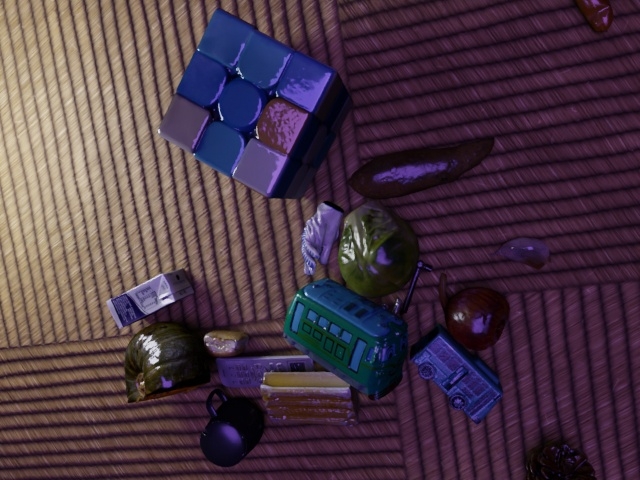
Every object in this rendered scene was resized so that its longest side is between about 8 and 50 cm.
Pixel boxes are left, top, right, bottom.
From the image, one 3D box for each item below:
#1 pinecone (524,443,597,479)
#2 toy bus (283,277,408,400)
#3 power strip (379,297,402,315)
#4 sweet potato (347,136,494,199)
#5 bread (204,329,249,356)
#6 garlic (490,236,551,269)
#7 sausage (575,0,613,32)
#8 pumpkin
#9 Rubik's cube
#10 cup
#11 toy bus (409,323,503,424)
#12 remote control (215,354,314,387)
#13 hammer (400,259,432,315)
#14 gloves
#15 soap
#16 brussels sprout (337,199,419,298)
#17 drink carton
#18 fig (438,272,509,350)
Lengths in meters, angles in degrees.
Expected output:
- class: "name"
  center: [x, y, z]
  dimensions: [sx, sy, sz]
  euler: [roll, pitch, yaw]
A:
- class: "pinecone"
  center: [0.655, 0.653, 1.282]
  dimensions: [0.186, 0.168, 0.212]
  euler: [-12, 106, -2]
- class: "toy bus"
  center: [0.075, 0.247, 1.287]
  dimensions: [0.344, 0.184, 0.199]
  euler: [27, 118, 31]
- class: "power strip"
  center: [0.155, 0.291, 1.406]
  dimensions: [0.093, 0.053, 0.287]
  euler: [31, 101, 7]
- class: "sweet potato"
  center: [0.279, -0.200, 1.301]
  dimensions: [0.423, 0.130, 0.130]
  euler: [-15, 92, 11]
- class: "bread"
  center: [-0.299, 0.327, 1.472]
  dimensions: [0.125, 0.106, 0.082]
  euler: [6, 96, 13]
- class: "garlic"
  center: [0.561, 0.029, 1.293]
  dimensions: [0.152, 0.066, 0.084]
  euler: [17, 100, 7]
- class: "sausage"
  center: [0.700, -0.622, 1.214]
  dimensions: [0.062, 0.054, 0.183]
  euler: [-33, 90, 44]
- class: "pumpkin"
  center: [-0.465, 0.367, 1.455]
  dimensions: [0.325, 0.242, 0.232]
  euler: [-25, 66, 40]
- class: "Rubik's cube"
  center: [-0.151, -0.334, 1.261]
  dimensions: [0.344, 0.347, 0.346]
  euler: [29, 101, 6]
- class: "cup"
  center: [-0.289, 0.574, 1.458]
  dimensions: [0.169, 0.176, 0.223]
  euler: [-34, 89, 15]
- class: "toy bus"
  center: [0.386, 0.373, 1.330]
  dimensions: [0.256, 0.128, 0.147]
  euler: [44, 103, 5]
- class: "remote control"
  center: [-0.171, 0.404, 1.482]
  dimensions: [0.313, 0.055, 0.109]
  euler: [-4, 113, 9]
- class: "hammer"
  center: [0.273, 0.144, 1.385]
  dimensions: [0.065, 0.021, 0.178]
  euler: [19, 99, 8]
- class: "gloves"
  center: [-0.002, -0.004, 1.391]
  dimensions: [0.119, 0.097, 0.229]
  euler: [18, 91, -36]
- class: "soap"
  center: [-0.029, 0.473, 1.408]
  dimensions: [0.274, 0.089, 0.173]
  euler: [-3, 126, 14]
- class: "brussels sprout"
  center: [0.158, 0.018, 1.302]
  dimensions: [0.220, 0.210, 0.271]
  euler: [-24, 76, 20]
- class: "drink carton"
  center: [-0.534, 0.179, 1.490]
  dimensions: [0.222, 0.134, 0.101]
  euler: [-27, 87, 12]
- class: "fig"
  center: [0.405, 0.204, 1.307]
  dimensions: [0.207, 0.175, 0.175]
  euler: [19, 99, 32]
